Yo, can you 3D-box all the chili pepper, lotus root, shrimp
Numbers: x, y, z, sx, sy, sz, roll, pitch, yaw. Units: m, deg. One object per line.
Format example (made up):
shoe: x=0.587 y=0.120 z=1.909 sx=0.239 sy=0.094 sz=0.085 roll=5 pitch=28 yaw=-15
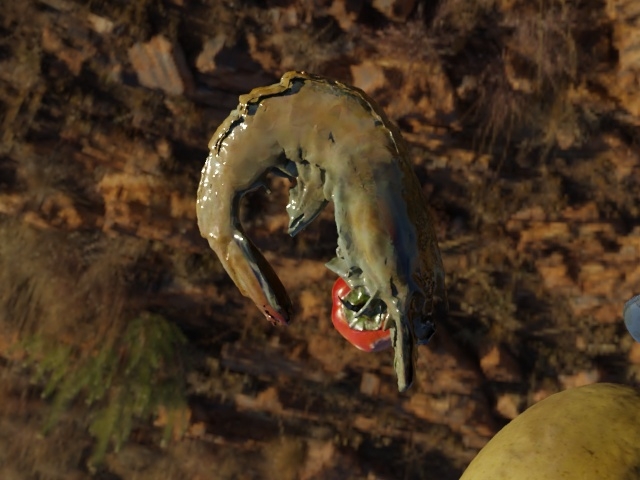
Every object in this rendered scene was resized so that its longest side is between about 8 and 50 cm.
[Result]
chili pepper: x=0.053 y=0.064 z=1.009 sx=0.084 sy=0.086 sz=0.192 roll=-28 pitch=163 yaw=18
lotus root: x=0.167 y=0.208 z=0.674 sx=0.183 sy=0.310 sz=0.183 roll=20 pitch=122 yaw=36
shrimp: x=0.000 y=0.000 z=0.763 sx=0.173 sy=0.058 sz=0.253 roll=-13 pitch=103 yaw=1

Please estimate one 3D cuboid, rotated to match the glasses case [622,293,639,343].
glasses case: x=0.409 y=0.065 z=1.125 sx=0.164 sy=0.063 sz=0.041 roll=-33 pitch=170 yaw=39
